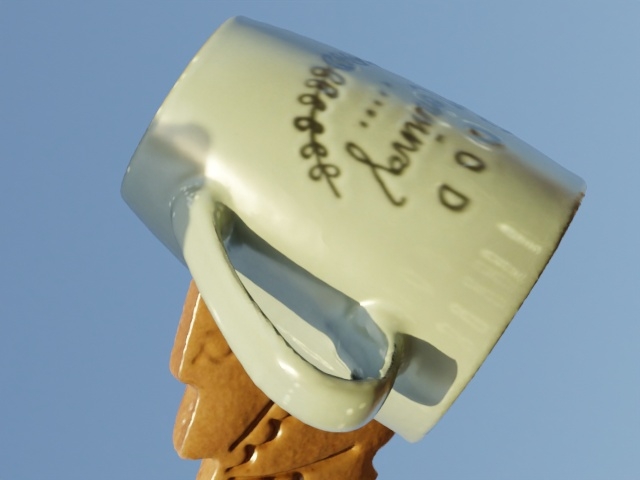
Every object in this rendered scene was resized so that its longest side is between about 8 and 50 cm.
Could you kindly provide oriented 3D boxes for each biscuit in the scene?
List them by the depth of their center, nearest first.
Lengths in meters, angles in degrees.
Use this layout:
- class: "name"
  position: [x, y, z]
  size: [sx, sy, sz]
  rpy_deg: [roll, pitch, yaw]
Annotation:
- class: "biscuit"
  position: [-0.032, 0.125, 1.589]
  size: [0.284, 0.043, 0.306]
  rpy_deg: [-38, -55, -13]

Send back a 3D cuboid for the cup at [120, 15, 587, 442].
- class: "cup"
  position: [0.000, 0.000, 1.042]
  size: [0.186, 0.234, 0.258]
  rpy_deg: [-58, 0, 35]
